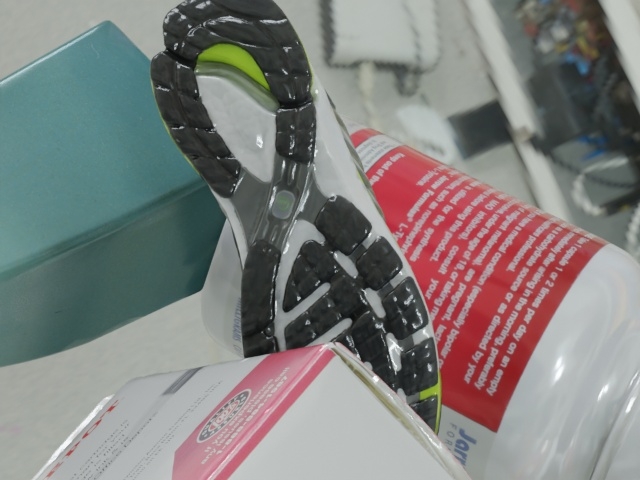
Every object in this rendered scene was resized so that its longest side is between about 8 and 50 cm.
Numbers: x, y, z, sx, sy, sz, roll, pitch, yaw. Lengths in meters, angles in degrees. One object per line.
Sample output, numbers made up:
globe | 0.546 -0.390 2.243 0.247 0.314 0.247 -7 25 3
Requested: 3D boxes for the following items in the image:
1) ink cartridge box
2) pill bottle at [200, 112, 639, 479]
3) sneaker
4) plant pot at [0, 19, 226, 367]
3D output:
ink cartridge box | -0.076 0.165 0.860 0.117 0.283 0.207 46 68 -11
pill bottle | 0.124 0.071 1.505 0.408 0.229 0.229 27 60 17
sneaker | 0.000 0.000 1.052 0.111 0.121 0.300 -20 81 12
plant pot | -0.210 -0.017 1.328 0.234 0.165 0.166 -29 66 -35
